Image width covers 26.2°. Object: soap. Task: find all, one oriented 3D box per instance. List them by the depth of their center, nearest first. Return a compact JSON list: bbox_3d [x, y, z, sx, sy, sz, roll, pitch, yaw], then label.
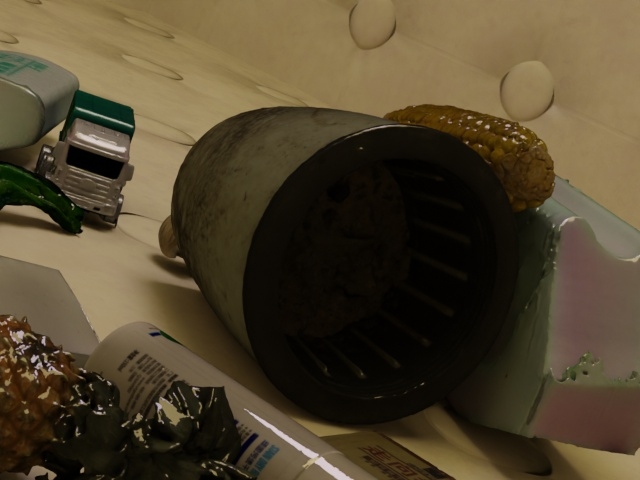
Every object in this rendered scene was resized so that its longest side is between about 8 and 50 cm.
[{"bbox_3d":[0.229,0.067,1.547,0.156,0.261,0.446,18,14,-23],"label":"soap"}]

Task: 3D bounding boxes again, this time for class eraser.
[{"bbox_3d":[-0.247,0.057,1.146,0.104,0.023,0.150,56,15,23],"label":"eraser"},{"bbox_3d":[-0.438,-0.191,1.838,0.189,0.104,0.290,6,13,-2],"label":"eraser"}]

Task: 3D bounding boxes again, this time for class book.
[{"bbox_3d":[0.044,0.212,1.146,0.161,0.026,0.231,30,13,31],"label":"book"}]

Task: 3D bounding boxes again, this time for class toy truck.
[{"bbox_3d":[-0.289,-0.109,1.725,0.114,0.124,0.253,17,11,-14],"label":"toy truck"}]

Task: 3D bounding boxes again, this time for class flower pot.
[{"bbox_3d":[0.000,0.000,1.426,0.293,0.294,0.330,16,6,-28],"label":"flower pot"}]

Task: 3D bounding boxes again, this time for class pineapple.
[{"bbox_3d":[-0.157,0.127,0.932,0.237,0.119,0.111,23,25,-2],"label":"pineapple"}]

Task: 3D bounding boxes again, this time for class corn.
[{"bbox_3d":[0.147,-0.089,1.506,0.119,0.119,0.322,18,1,-22],"label":"corn"}]

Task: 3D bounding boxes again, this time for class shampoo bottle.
[{"bbox_3d":[-0.048,0.166,1.017,0.303,0.092,0.092,29,13,31],"label":"shampoo bottle"}]

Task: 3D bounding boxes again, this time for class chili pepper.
[{"bbox_3d":[-0.344,-0.042,1.454,0.122,0.065,0.279,21,7,9],"label":"chili pepper"}]

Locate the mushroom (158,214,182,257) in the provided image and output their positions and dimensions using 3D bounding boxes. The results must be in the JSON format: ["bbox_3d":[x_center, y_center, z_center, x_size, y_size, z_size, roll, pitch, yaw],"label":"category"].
[{"bbox_3d":[-0.091,0.008,1.648,0.223,0.092,0.081,7,35,-30],"label":"mushroom"}]
